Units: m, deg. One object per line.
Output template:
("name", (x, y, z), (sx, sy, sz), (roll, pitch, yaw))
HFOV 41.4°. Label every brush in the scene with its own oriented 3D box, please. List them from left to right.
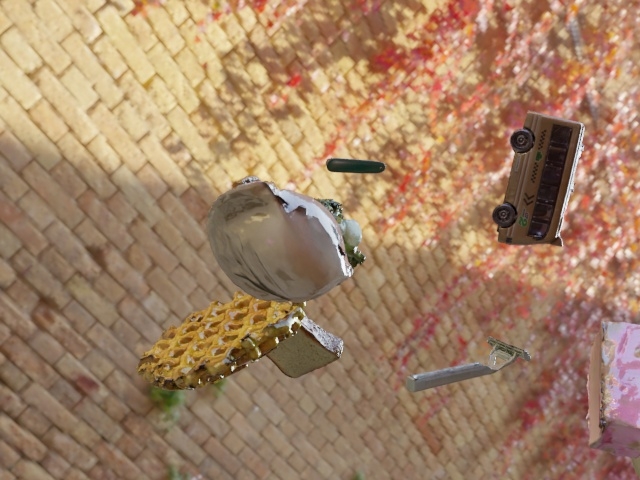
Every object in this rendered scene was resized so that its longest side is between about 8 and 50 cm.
("brush", (0.100, -0.217, 2.447), (0.032, 0.193, 0.043), (44, -52, 53))

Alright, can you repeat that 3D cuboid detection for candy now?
("candy", (0.644, 0.317, 1.829), (0.115, 0.265, 0.155), (5, -34, 9))

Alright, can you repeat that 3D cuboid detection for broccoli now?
("broccoli", (0.000, 0.000, 1.568), (0.195, 0.195, 0.156), (46, -43, -11))

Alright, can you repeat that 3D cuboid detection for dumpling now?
("dumpling", (-0.077, 0.007, 1.403), (0.226, 0.175, 0.243), (-19, -77, 30))

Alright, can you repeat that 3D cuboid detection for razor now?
("razor", (0.296, 0.269, 1.758), (0.111, 0.277, 0.056), (20, -60, 57))

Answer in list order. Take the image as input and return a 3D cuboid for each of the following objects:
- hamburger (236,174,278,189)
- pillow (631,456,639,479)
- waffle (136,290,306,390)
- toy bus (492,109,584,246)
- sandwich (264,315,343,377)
("hamburger", (-0.158, -0.065, 2.324), (0.124, 0.131, 0.262), (20, -49, 16))
("pillow", (0.908, 0.514, 2.052), (0.322, 0.119, 0.255), (-26, -107, 35))
("waffle", (-0.221, 0.220, 1.875), (0.382, 0.379, 0.095), (-2, -66, 60))
("toy bus", (0.472, -0.124, 1.832), (0.157, 0.290, 0.139), (14, 3, 15))
("sandwich", (-0.071, 0.249, 2.167), (0.186, 0.065, 0.214), (-31, -63, 32))
